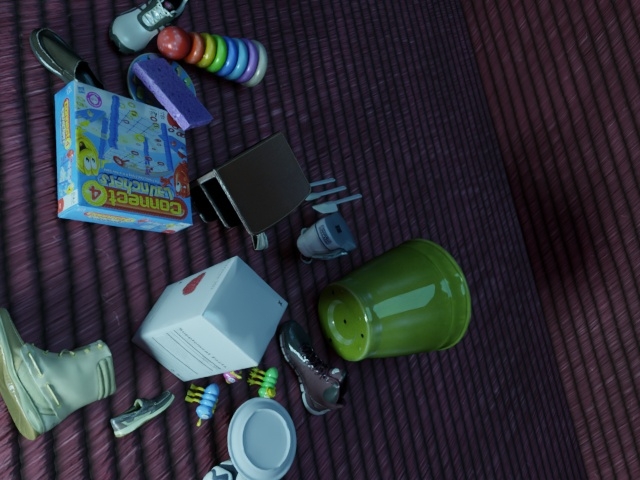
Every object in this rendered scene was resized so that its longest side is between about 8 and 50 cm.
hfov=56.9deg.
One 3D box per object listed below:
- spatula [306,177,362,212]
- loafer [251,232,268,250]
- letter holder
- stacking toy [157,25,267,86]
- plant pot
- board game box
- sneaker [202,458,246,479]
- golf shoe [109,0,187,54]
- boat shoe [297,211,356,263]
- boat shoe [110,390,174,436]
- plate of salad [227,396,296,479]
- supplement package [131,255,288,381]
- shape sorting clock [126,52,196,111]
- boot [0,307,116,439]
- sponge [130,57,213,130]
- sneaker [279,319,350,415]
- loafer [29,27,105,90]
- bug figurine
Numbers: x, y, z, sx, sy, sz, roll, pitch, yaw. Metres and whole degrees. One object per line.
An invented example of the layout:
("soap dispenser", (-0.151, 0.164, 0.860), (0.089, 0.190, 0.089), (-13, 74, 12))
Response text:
("spatula", (0.020, -0.149, 1.896), (0.168, 0.019, 0.242), (32, 29, 27))
("loafer", (-0.185, -0.033, 1.686), (0.039, 0.045, 0.125), (-18, 90, -41))
("letter holder", (-0.190, -0.140, 1.647), (0.302, 0.152, 0.214), (-43, 107, -46))
("stacking toy", (-0.316, -0.535, 1.687), (0.330, 0.141, 0.141), (-1, 74, -45))
("plant pot", (0.197, 0.203, 1.785), (0.353, 0.366, 0.366), (-12, 83, -36))
("board game box", (-0.463, -0.186, 1.410), (0.308, 0.086, 0.301), (9, 67, -50))
("sneaker", (-0.159, 0.611, 1.406), (0.153, 0.094, 0.235), (-34, 89, -39))
("golf shoe", (-0.460, -0.601, 1.585), (0.105, 0.120, 0.272), (49, 47, -22))
("boat shoe", (0.004, 0.008, 1.801), (0.135, 0.157, 0.367), (63, 13, 1))
("boat shoe", (-0.390, 0.371, 1.299), (0.152, 0.056, 0.049), (-33, 103, -47))
("plate of salad", (-0.142, 0.478, 1.414), (0.200, 0.048, 0.199), (21, 57, -36))
("supplement package", (-0.253, 0.184, 1.340), (0.175, 0.293, 0.177), (46, 46, -22))
("shape sorting clock", (-0.425, -0.410, 1.597), (0.206, 0.040, 0.206), (20, 60, -39))
("boot", (-0.535, 0.231, 1.178), (0.203, 0.095, 0.261), (-25, 94, -47))
("sponge", (-0.382, -0.381, 1.534), (0.210, 0.031, 0.117), (50, 30, -3))
("sneaker", (0.002, 0.340, 1.631), (0.106, 0.163, 0.281), (-25, 92, -48))
("loafer", (-0.588, -0.420, 1.405), (0.220, 0.078, 0.080), (48, 46, -21))
("bug figurine", (-0.191, 0.394, 1.480), (0.279, 0.072, 0.216), (36, 51, -30))
